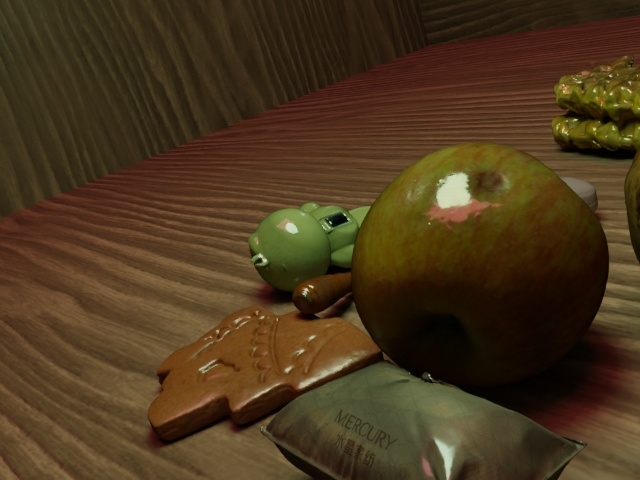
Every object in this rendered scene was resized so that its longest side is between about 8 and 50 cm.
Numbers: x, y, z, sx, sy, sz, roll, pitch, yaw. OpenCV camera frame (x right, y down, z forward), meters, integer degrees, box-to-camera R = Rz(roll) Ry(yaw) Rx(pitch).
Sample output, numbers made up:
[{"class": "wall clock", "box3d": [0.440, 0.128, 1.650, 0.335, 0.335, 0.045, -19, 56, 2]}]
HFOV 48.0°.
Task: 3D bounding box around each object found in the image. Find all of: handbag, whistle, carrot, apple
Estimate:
[{"class": "handbag", "box3d": [0.082, 0.177, 0.630, 0.183, 0.117, 0.270, -18, 17, -31]}, {"class": "whistle", "box3d": [-0.006, 0.008, 1.183, 0.141, 0.141, 0.294, -1, 6, 37]}, {"class": "carrot", "box3d": [0.026, 0.066, 1.026, 0.048, 0.048, 0.216, -4, 5, 30]}, {"class": "apple", "box3d": [0.160, 0.034, 0.760, 0.265, 0.264, 0.264, -14, 20, 5]}]

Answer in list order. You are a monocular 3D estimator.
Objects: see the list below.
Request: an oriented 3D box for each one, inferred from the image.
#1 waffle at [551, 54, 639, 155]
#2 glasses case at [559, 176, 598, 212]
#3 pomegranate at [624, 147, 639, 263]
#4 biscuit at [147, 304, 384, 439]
[{"class": "waffle", "box3d": [0.604, -0.262, 1.363, 0.261, 0.151, 0.324, -28, 19, -17]}, {"class": "glasses case", "box3d": [0.279, -0.026, 1.077, 0.297, 0.075, 0.113, -23, 22, -17]}, {"class": "pomegranate", "box3d": [0.457, -0.043, 0.722, 0.282, 0.281, 0.281, -14, 20, 5]}, {"class": "biscuit", "box3d": [-0.067, 0.149, 0.914, 0.307, 0.043, 0.284, -8, 20, 21]}]
